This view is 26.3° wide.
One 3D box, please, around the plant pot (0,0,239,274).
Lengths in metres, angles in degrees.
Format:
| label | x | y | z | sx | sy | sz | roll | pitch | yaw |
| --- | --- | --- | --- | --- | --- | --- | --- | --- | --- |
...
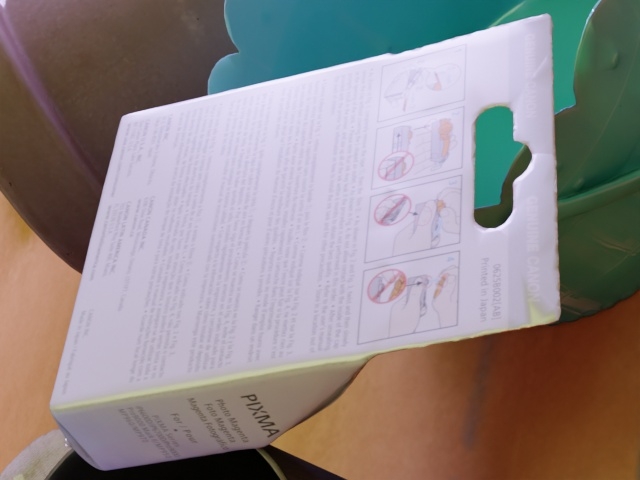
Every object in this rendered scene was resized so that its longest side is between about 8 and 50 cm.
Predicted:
| label | x | y | z | sx | sy | sz | roll | pitch | yaw |
| --- | --- | --- | --- | --- | --- | --- | --- | --- | --- |
| plant pot | -0.123 | -0.135 | 0.976 | 0.229 | 0.263 | 0.263 | -31 | 49 | 7 |

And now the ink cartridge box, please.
| label | x | y | z | sx | sy | sz | roll | pitch | yaw |
| --- | --- | --- | --- | --- | --- | --- | --- | --- | --- |
| ink cartridge box | 0.000 | 0.000 | 0.633 | 0.232 | 0.066 | 0.189 | -9 | 48 | 17 |

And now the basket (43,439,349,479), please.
| label | x | y | z | sx | sy | sz | roll | pitch | yaw |
| --- | --- | --- | --- | --- | --- | --- | --- | --- | --- |
| basket | -0.009 | 0.190 | 0.701 | 0.204 | 0.227 | 0.154 | 1 | 71 | 43 |

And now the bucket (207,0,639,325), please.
| label | x | y | z | sx | sy | sz | roll | pitch | yaw |
| --- | --- | --- | --- | --- | --- | --- | --- | --- | --- |
| bucket | 0.092 | -0.091 | 0.776 | 0.281 | 0.183 | 0.281 | -20 | 58 | 35 |

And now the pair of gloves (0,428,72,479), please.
| label | x | y | z | sx | sy | sz | roll | pitch | yaw |
| --- | --- | --- | --- | --- | --- | --- | --- | --- | --- |
| pair of gloves | -0.168 | 0.224 | 0.969 | 0.204 | 0.042 | 0.240 | -44 | 46 | 19 |
